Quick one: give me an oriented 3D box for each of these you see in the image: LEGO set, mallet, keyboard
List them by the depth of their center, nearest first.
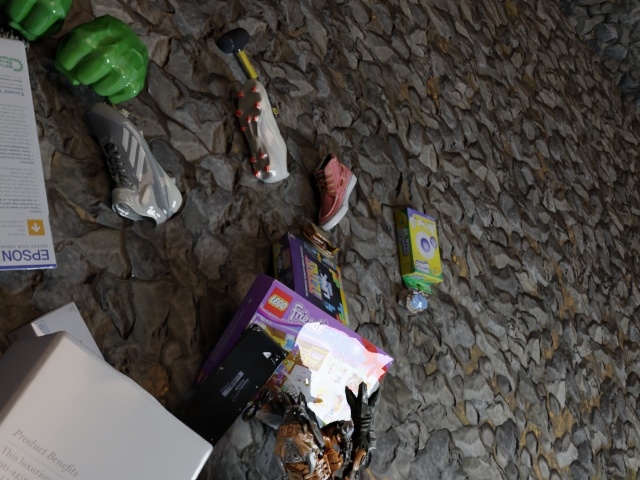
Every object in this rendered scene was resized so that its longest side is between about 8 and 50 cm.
[{"bbox_3d":[-0.450,-0.284,1.093,0.054,0.023,0.083,44,45,-25],"label":"LEGO set"},{"bbox_3d":[-0.122,0.222,1.130,0.108,0.023,0.180,45,77,-22],"label":"keyboard"},{"bbox_3d":[-0.136,-0.317,1.455,0.062,0.039,0.189,-34,103,-50],"label":"mallet"}]

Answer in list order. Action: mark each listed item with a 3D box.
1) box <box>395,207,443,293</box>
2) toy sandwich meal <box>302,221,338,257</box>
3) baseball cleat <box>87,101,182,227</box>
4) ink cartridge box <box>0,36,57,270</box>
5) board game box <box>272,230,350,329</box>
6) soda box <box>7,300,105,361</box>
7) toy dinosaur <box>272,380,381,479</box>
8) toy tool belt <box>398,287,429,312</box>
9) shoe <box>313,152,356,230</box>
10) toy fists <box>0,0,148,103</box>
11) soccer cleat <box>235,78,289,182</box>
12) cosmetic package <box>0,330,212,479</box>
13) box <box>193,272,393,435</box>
[{"bbox_3d":[0.220,0.025,1.682,0.105,0.043,0.179,17,62,-43],"label":"box"},{"bbox_3d":[0.000,0.000,1.430,0.085,0.029,0.085,39,5,-4],"label":"toy sandwich meal"},{"bbox_3d":[-0.297,-0.111,1.147,0.206,0.072,0.109,50,49,-14],"label":"baseball cleat"},{"bbox_3d":[-0.505,-0.111,0.917,0.324,0.071,0.330,-1,76,-48],"label":"ink cartridge box"},{"bbox_3d":[-0.017,0.083,1.342,0.141,0.048,0.170,37,27,-33],"label":"board game box"},{"bbox_3d":[-0.315,0.193,0.980,0.069,0.074,0.216,-32,97,-49],"label":"soda box"},{"bbox_3d":[-0.002,0.333,1.098,0.164,0.322,0.218,6,44,0],"label":"toy dinosaur"},{"bbox_3d":[0.208,0.129,1.611,0.083,0.051,0.052,28,54,-38],"label":"toy tool belt"},{"bbox_3d":[0.015,-0.100,1.500,0.081,0.063,0.178,46,39,-21],"label":"shoe"},{"bbox_3d":[-0.376,-0.320,1.122,0.279,0.096,0.142,46,18,-24],"label":"toy fists"},{"bbox_3d":[-0.107,-0.203,1.412,0.076,0.068,0.196,-8,86,-55],"label":"soccer cleat"},{"bbox_3d":[-0.335,0.342,0.761,0.230,0.161,0.453,46,55,-24],"label":"cosmetic package"},{"bbox_3d":[-0.034,0.210,1.229,0.293,0.057,0.201,37,80,-32],"label":"box"}]
